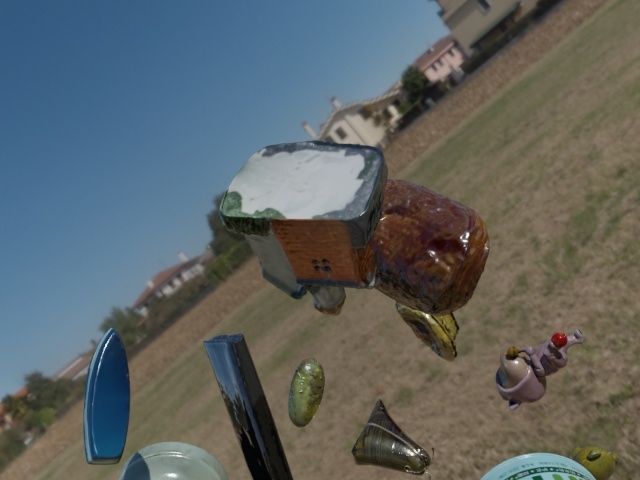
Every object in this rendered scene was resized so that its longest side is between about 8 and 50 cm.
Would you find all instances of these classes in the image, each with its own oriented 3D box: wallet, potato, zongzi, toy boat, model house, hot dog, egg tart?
[{"bbox_3d":[-0.179,0.433,1.656,0.062,0.406,0.228,-19,1,-28],"label":"wallet"},{"bbox_3d":[-0.033,0.438,1.897,0.054,0.119,0.198,0,61,49],"label":"potato"},{"bbox_3d":[0.186,0.447,1.515,0.187,0.084,0.184,6,37,26],"label":"zongzi"},{"bbox_3d":[-0.458,0.328,1.431,0.096,0.299,0.062,8,-28,-26],"label":"toy boat"},{"bbox_3d":[0.000,0.000,1.174,0.271,0.301,0.190,2,42,22],"label":"model house"},{"bbox_3d":[0.201,0.010,1.480,0.174,0.387,0.267,20,-83,-50],"label":"hot dog"},{"bbox_3d":[0.309,0.228,1.843,0.106,0.241,0.241,-40,3,-10],"label":"egg tart"}]

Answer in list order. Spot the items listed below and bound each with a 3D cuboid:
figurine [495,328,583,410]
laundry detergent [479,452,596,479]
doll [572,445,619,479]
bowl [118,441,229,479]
[{"bbox_3d":[0.606,0.343,1.888,0.287,0.186,0.176,-47,9,31],"label":"figurine"},{"bbox_3d":[0.423,0.574,1.145,0.287,0.287,0.305,-40,10,6],"label":"laundry detergent"},{"bbox_3d":[0.637,0.582,1.645,0.137,0.097,0.209,19,-58,-39],"label":"doll"},{"bbox_3d":[-0.405,0.706,1.767,0.307,0.307,0.163,-39,14,14],"label":"bowl"}]
